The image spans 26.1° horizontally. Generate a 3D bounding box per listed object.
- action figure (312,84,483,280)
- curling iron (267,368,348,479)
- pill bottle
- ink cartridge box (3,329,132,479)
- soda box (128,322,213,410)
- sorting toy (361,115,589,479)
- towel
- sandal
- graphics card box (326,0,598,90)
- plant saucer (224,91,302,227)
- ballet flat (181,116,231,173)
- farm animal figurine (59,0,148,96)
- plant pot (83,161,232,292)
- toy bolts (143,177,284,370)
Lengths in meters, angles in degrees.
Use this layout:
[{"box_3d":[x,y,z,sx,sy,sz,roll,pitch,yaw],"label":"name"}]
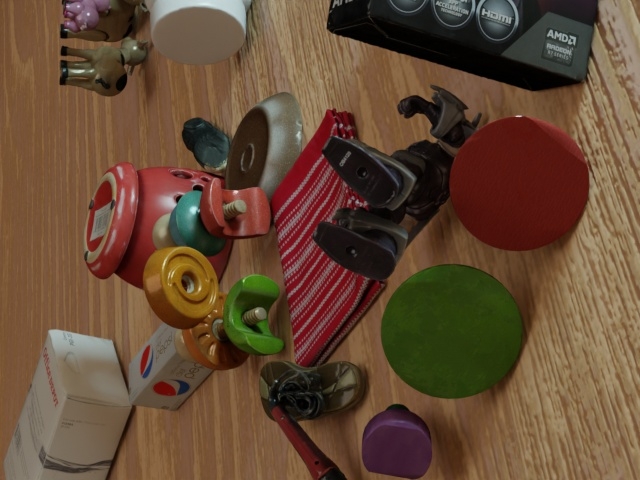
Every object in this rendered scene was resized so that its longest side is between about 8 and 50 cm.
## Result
[{"box_3d":[0.075,-0.055,1.313,0.185,0.099,0.285,-68,-12,17],"label":"action figure"},{"box_3d":[0.011,0.233,1.443,0.068,0.035,0.274,-56,42,23],"label":"curling iron"},{"box_3d":[-0.182,-0.409,2.046,0.161,0.161,0.283,-46,39,48],"label":"pill bottle"},{"box_3d":[-0.414,0.319,2.244,0.283,0.117,0.207,-67,27,22],"label":"ink cartridge box"},{"box_3d":[-0.194,0.158,1.911,0.216,0.074,0.069,-48,39,46],"label":"soda box"},{"box_3d":[0.129,0.046,1.288,0.126,0.127,0.365,-81,12,-74],"label":"sorting toy"},{"box_3d":[0.000,0.000,1.634,0.199,0.031,0.275,-54,34,41],"label":"towel"},{"box_3d":[-0.006,0.169,1.556,0.180,0.049,0.072,-11,73,47],"label":"sandal"},{"box_3d":[0.151,-0.339,1.239,0.094,0.233,0.371,2,79,64],"label":"graphics card box"},{"box_3d":[-0.084,-0.106,1.851,0.198,0.036,0.198,-40,44,52],"label":"plant saucer"},{"box_3d":[-0.162,-0.135,2.029,0.173,0.057,0.049,-127,14,-60],"label":"ballet flat"},{"box_3d":[-0.371,-0.414,2.461,0.327,0.172,0.330,-174,88,-77],"label":"farm animal figurine"},{"box_3d":[-0.234,-0.020,1.966,0.191,0.174,0.191,-42,41,50],"label":"plant pot"},{"box_3d":[-0.168,0.040,1.723,0.158,0.218,0.228,-22,62,40],"label":"toy bolts"}]
